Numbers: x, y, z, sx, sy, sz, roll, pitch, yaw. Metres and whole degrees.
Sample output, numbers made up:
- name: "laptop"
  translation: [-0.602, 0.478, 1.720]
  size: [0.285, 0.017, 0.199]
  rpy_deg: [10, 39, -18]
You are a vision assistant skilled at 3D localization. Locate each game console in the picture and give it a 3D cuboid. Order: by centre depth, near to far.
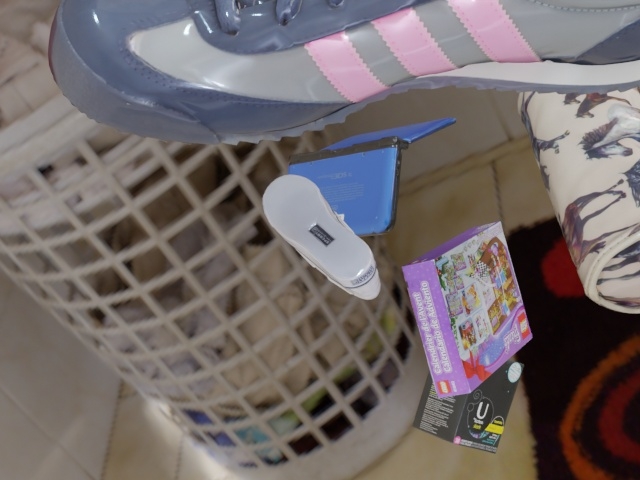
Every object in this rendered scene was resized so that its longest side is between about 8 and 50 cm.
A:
- name: "game console"
  translation: [0.090, -0.112, 2.235]
  size: [0.293, 0.173, 0.250]
  rpy_deg: [-6, 75, 48]

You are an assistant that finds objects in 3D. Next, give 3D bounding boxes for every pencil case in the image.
- name: "pencil case"
  translation: [0.370, -0.094, 1.498]
  size: [0.183, 0.160, 0.410]
  rpy_deg: [-13, 43, 3]

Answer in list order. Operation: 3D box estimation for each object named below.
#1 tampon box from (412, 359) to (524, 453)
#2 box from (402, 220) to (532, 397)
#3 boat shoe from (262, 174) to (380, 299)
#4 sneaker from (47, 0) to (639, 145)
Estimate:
- name: "tampon box"
  translation: [0.248, 0.260, 2.010]
  size: [0.101, 0.120, 0.161]
  rpy_deg: [15, 86, 49]
- name: "box"
  translation: [0.229, 0.098, 1.821]
  size: [0.057, 0.201, 0.293]
  rpy_deg: [-14, 5, 30]
- name: "boat shoe"
  translation: [0.000, 0.000, 1.778]
  size: [0.095, 0.084, 0.258]
  rpy_deg: [-35, 49, -4]
- name: "sneaker"
  translation: [0.038, -0.127, 0.529]
  size: [0.319, 0.131, 0.112]
  rpy_deg: [-11, 65, -15]
